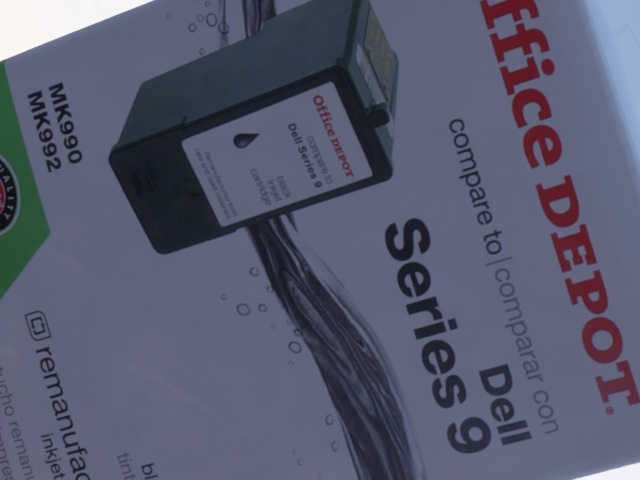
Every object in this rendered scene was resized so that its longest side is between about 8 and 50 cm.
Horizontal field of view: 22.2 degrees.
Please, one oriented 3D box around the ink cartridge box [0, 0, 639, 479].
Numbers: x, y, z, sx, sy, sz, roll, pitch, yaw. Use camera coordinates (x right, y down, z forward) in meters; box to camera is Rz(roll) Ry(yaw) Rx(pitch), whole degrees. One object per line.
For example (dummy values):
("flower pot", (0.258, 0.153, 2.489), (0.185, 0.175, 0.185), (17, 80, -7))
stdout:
("ink cartridge box", (0.000, 0.000, 0.628), (0.121, 0.289, 0.211), (-15, 87, -67))
